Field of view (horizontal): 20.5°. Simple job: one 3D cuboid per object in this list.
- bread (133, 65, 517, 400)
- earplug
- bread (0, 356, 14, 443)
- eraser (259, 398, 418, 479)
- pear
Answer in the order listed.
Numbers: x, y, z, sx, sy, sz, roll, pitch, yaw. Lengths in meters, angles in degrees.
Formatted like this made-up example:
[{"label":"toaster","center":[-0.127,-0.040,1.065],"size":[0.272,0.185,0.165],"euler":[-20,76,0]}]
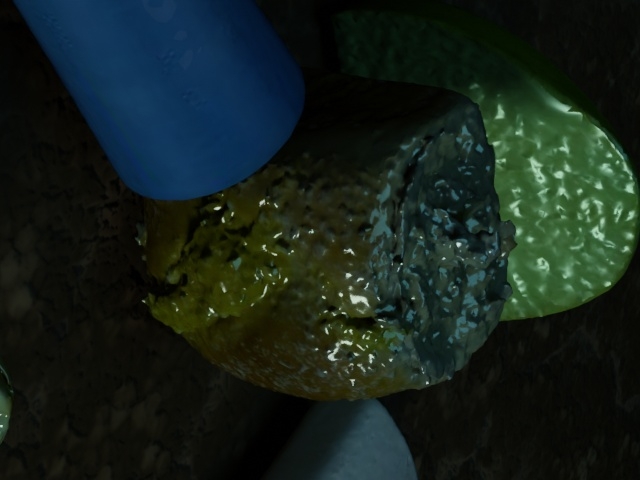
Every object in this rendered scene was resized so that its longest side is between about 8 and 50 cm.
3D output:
[{"label":"bread","center":[0.000,0.000,1.144],"size":[0.176,0.246,0.195],"euler":[-48,136,-41]},{"label":"earplug","center":[-0.119,-0.156,1.006],"size":[0.132,0.132,0.273],"euler":[-60,142,-25]},{"label":"bread","center":[-0.262,0.133,0.931],"size":[0.232,0.088,0.128],"euler":[-54,134,-22]},{"label":"eraser","center":[-0.027,0.262,1.359],"size":[0.270,0.094,0.174],"euler":[-52,145,-33]},{"label":"pear","center":[0.149,-0.070,1.365],"size":[0.139,0.239,0.288],"euler":[-46,139,-40]}]
